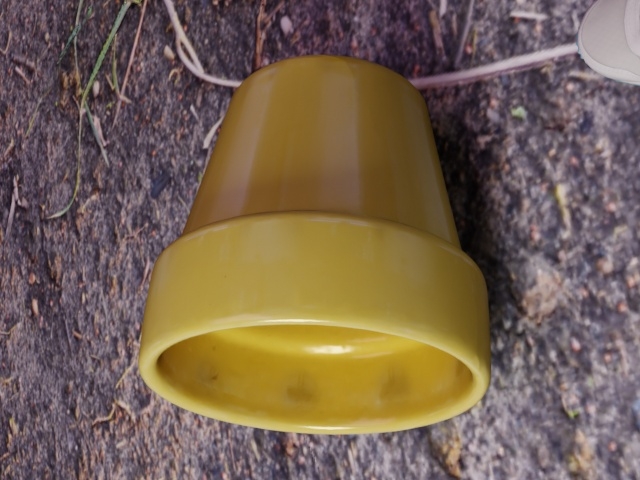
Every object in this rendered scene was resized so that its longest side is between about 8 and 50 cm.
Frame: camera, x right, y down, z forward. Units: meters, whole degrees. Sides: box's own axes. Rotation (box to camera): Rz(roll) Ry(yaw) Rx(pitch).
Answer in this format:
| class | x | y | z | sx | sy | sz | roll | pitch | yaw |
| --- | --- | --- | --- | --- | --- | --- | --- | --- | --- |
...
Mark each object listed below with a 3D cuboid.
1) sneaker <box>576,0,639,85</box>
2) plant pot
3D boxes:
| class | x | y | z | sx | sy | sz | roll | pitch | yaw |
| --- | --- | --- | --- | --- | --- | --- | --- | --- | --- |
| sneaker | 0.244 | -0.149 | 0.631 | 0.229 | 0.092 | 0.087 | -6 | 83 | 51 |
| plant pot | 0.000 | 0.000 | 0.803 | 0.254 | 0.254 | 0.239 | -26 | 52 | 45 |
